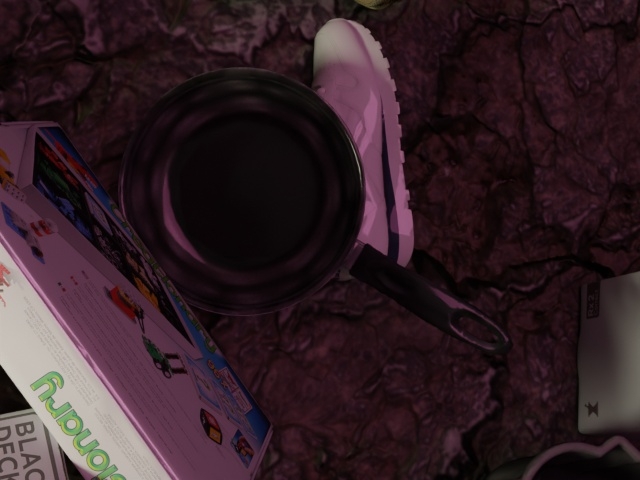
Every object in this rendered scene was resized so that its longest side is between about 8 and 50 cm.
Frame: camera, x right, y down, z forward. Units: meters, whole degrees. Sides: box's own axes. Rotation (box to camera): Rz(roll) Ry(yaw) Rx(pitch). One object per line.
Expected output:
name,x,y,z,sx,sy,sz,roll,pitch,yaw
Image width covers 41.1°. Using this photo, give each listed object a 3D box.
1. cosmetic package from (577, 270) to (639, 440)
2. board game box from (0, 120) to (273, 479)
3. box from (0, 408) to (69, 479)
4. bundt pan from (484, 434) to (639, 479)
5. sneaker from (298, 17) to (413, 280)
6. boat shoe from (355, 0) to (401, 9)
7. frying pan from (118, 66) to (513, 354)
cosmetic package,0.365,0.117,0.814,0.184,0.151,0.151,11,74,-21
board game box,-0.150,0.056,0.590,0.053,0.193,0.305,-34,94,10
box,-0.295,0.204,0.498,0.290,0.169,0.087,-7,47,-25
bundt pan,0.209,0.331,0.719,0.331,0.124,0.330,5,78,-21
sneaker,0.016,-0.083,0.748,0.095,0.090,0.235,-7,80,-14
boat shoe,0.050,-0.272,0.790,0.324,0.122,0.119,-7,87,-16
frying pan,0.002,-0.030,0.686,0.326,0.053,0.197,8,94,1
